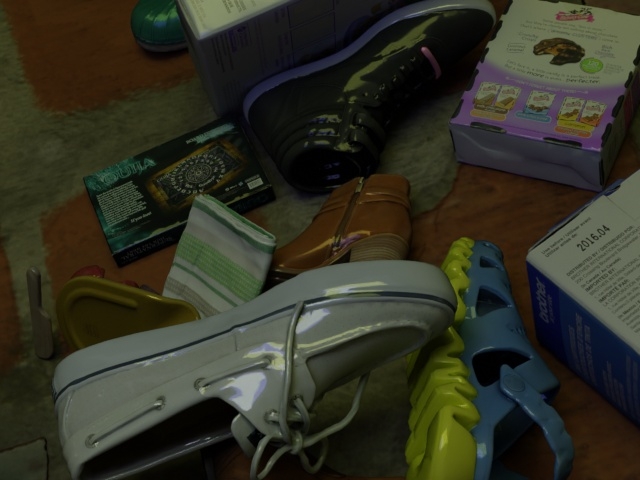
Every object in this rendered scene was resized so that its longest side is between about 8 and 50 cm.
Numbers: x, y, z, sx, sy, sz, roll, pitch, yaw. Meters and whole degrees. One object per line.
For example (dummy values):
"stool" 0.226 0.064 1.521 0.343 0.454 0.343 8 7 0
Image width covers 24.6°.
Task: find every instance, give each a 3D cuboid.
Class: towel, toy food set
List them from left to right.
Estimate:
"toy food set" -0.188 0.077 1.454 0.218 0.128 0.071 14 37 29
"towel" -0.109 0.043 1.455 0.113 0.023 0.152 32 108 34

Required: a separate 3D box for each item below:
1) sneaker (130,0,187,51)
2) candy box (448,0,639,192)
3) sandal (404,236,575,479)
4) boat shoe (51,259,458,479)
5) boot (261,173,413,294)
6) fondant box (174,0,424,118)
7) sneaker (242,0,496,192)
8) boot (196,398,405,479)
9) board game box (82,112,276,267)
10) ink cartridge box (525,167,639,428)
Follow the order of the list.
"sneaker" -0.113 -0.349 1.756 0.302 0.121 0.108 -39 54 -17
"candy box" 0.250 -0.160 1.554 0.165 0.070 0.196 14 58 23
"sandal" 0.153 0.125 1.328 0.138 0.126 0.317 14 43 -7
"boat shoe" -0.051 0.136 1.244 0.367 0.136 0.156 -15 56 4
"boot" 0.000 0.000 1.501 0.197 0.073 0.152 -2 45 14
"fondant box" 0.013 -0.269 1.578 0.330 0.238 0.096 -23 75 -5
"sneaker" 0.068 -0.146 1.564 0.295 0.104 0.147 -25 52 8
"boot" 0.021 0.206 1.315 0.280 0.096 0.264 3 45 10
"board game box" -0.156 -0.058 1.602 0.186 0.026 0.126 -23 51 -4
"ink cartridge box" 0.371 0.052 1.308 0.270 0.151 0.395 -35 55 -15
